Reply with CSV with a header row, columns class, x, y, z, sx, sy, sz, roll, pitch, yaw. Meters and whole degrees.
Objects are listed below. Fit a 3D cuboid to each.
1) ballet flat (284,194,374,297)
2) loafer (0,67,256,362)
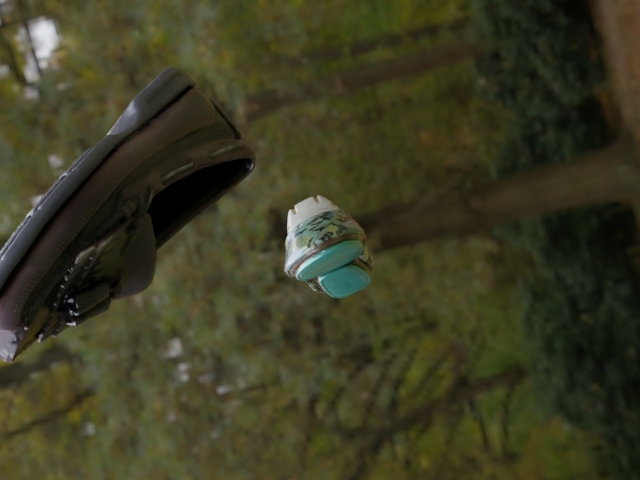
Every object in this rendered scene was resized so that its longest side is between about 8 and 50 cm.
class,x,y,z,sx,sy,sz,roll,pitch,yaw
ballet flat,0.000,0.000,1.322,0.188,0.070,0.070,72,-174,-77
loafer,-0.128,-0.013,1.151,0.095,0.109,0.302,35,-141,-2
